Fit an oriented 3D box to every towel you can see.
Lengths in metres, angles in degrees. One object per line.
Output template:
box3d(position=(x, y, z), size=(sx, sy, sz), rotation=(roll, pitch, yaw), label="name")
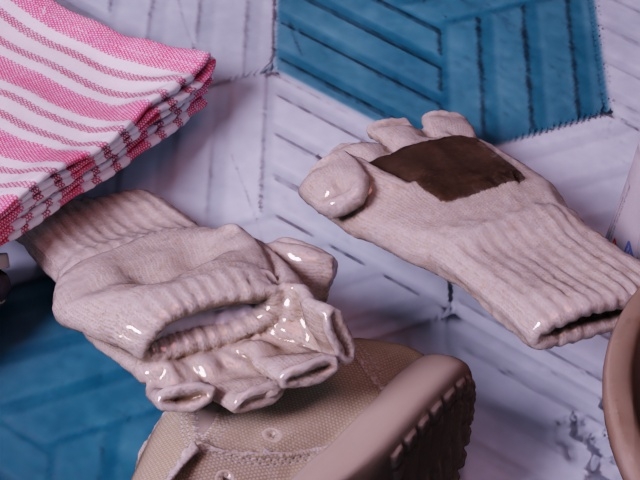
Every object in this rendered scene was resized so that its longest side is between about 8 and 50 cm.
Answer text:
box3d(position=(-0.156, -0.066, 0.778), size=(0.144, 0.029, 0.197), rotation=(24, 36, 19), label="towel")

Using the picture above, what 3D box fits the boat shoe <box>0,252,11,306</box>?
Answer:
box3d(position=(-0.213, 0.062, 0.689), size=(0.206, 0.075, 0.065), rotation=(-25, 100, -33), label="boat shoe")

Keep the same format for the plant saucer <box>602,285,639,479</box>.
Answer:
box3d(position=(0.231, 0.084, 0.576), size=(0.278, 0.041, 0.278), rotation=(5, 35, -4), label="plant saucer")

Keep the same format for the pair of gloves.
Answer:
box3d(position=(0.000, 0.000, 0.718), size=(0.240, 0.042, 0.204), rotation=(-10, 25, -19), label="pair of gloves")

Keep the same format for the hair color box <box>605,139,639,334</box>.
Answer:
box3d(position=(0.166, 0.047, 0.720), size=(0.053, 0.093, 0.167), rotation=(-1, 49, -9), label="hair color box")

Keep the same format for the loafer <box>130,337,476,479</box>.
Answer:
box3d(position=(-0.042, 0.118, 0.631), size=(0.092, 0.102, 0.268), rotation=(20, 34, 30), label="loafer")
